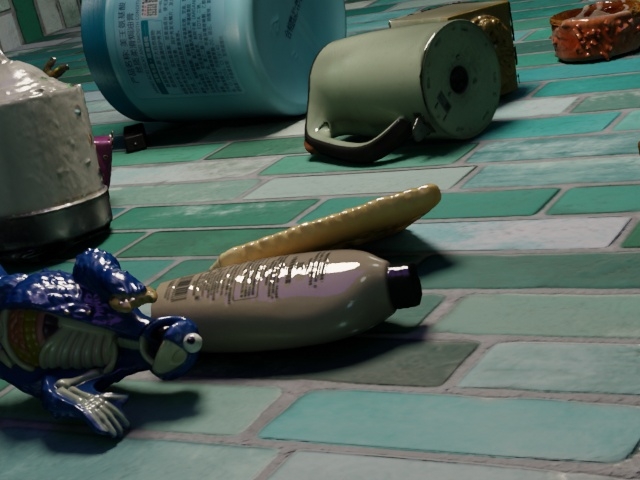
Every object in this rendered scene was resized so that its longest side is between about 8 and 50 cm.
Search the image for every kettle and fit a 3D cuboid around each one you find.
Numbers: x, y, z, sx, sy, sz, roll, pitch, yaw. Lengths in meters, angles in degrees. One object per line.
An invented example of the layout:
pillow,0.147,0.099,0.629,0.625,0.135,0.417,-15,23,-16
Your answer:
kettle,0.096,-0.206,1.826,0.255,0.165,0.240,6,54,46

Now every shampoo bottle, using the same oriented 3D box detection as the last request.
shampoo bottle,-0.176,-0.371,2.197,0.343,0.331,0.331,1,23,33
shampoo bottle,-0.030,0.057,1.222,0.257,0.078,0.127,-9,26,18

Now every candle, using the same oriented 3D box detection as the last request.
candle,-0.397,-0.143,1.710,0.187,0.330,0.187,-11,10,2

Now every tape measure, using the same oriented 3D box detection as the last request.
tape measure,-0.363,-0.104,1.874,0.118,0.125,0.074,1,13,-7

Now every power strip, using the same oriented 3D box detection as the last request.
power strip,-0.323,-0.181,2.229,0.038,0.029,0.111,-15,18,-5

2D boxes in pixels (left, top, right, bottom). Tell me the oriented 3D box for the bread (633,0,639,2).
bread,0.676,-0.455,2.123,0.333,0.160,0.333,-12,20,4

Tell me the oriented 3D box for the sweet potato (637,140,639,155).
sweet potato,0.392,-0.083,1.323,0.106,0.095,0.354,14,18,-3

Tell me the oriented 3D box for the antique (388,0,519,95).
antique,0.211,-0.282,1.946,0.152,0.146,0.148,-22,18,-38

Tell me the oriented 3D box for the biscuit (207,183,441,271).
biscuit,0.000,0.001,1.374,0.250,0.030,0.160,-19,-7,-16

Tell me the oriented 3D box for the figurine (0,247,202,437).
figurine,-0.223,0.092,1.207,0.262,0.120,0.164,17,70,28

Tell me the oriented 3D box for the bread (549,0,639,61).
bread,0.451,-0.341,2.082,0.160,0.073,0.160,-9,18,3
